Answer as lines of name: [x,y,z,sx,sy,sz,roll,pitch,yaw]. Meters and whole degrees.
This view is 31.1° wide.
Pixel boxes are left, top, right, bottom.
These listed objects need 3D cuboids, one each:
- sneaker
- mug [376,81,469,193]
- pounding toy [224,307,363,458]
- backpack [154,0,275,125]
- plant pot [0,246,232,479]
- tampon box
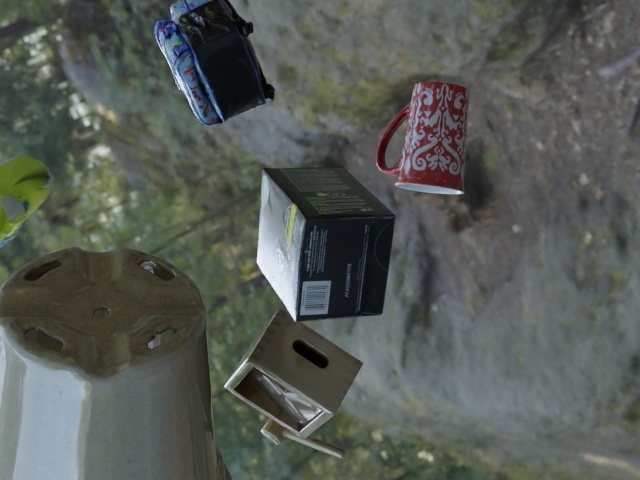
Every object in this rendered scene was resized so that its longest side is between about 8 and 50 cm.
sneaker: [-0.434,-0.009,1.444,0.091,0.240,0.126,42,134,7]
mug: [0.169,-0.168,1.867,0.113,0.150,0.169,32,-115,-86]
pounding toy: [-0.023,0.198,1.501,0.181,0.094,0.206,33,151,-3]
backpack: [-0.153,-0.263,1.553,0.173,0.117,0.158,59,173,38]
plant pot: [-0.248,0.189,1.288,0.334,0.334,0.305,-124,35,-47]
tampon box: [0.000,0.000,1.264,0.161,0.101,0.120,-131,43,-60]
